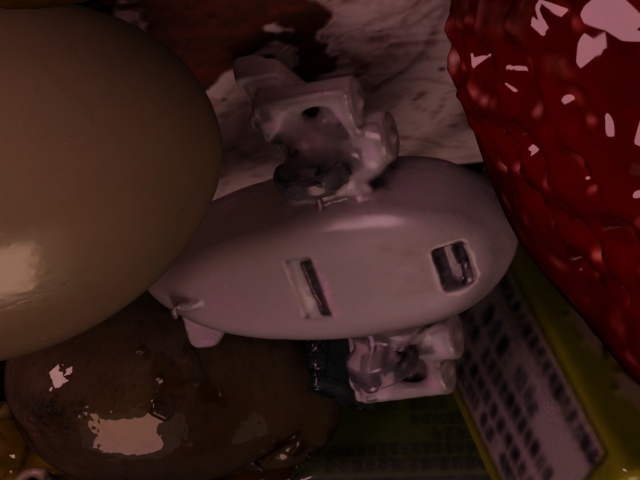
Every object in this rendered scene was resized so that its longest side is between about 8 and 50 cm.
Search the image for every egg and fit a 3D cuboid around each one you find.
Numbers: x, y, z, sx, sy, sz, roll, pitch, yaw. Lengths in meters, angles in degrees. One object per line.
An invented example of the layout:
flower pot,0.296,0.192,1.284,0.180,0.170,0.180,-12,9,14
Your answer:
egg,-0.168,-0.033,0.869,0.241,0.186,0.186,-19,153,-14

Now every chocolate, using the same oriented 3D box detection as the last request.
chocolate,0.247,0.081,1.196,0.288,0.301,0.137,-6,138,-20

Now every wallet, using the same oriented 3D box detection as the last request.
wallet,0.015,0.048,1.186,0.026,0.129,0.088,-3,163,29

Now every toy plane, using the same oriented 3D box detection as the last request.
toy plane,-0.001,0.002,1.038,0.252,0.118,0.252,10,127,13

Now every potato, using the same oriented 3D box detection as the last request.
potato,-0.095,0.095,1.183,0.165,0.165,0.262,-35,151,31

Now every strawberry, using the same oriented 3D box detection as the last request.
strawberry,0.216,-0.067,0.845,0.295,0.345,0.317,4,146,-31

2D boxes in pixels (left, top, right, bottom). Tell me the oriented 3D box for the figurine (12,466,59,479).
figurine,-0.178,0.202,1.193,0.154,0.098,0.082,-20,169,-14

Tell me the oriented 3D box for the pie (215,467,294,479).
pie,-0.026,0.155,1.439,0.195,0.046,0.195,-14,154,-7

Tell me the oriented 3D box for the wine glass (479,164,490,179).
wine glass,0.098,-0.025,1.109,0.183,0.122,0.122,-32,149,29

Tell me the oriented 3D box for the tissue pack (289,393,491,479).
tissue pack,0.178,0.228,1.386,0.394,0.124,0.288,-2,139,2

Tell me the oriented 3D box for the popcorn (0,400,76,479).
popcorn,-0.221,0.263,1.322,0.225,0.174,0.286,12,107,-17

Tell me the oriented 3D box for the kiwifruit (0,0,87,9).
kiwifruit,-0.115,-0.195,0.601,0.196,0.196,0.234,-17,148,0
